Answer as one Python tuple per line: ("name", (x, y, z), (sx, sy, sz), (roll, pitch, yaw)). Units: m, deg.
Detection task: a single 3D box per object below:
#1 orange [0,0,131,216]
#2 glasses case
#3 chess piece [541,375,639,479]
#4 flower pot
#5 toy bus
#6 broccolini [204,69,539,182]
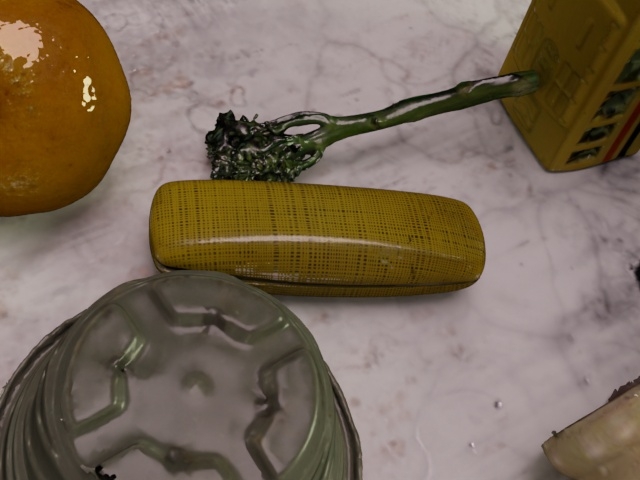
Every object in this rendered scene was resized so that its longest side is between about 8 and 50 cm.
("orange", (-0.203, -0.094, 0.659), (0.159, 0.159, 0.136), (13, 16, -5))
("glasses case", (0.000, 0.000, 0.689), (0.234, 0.064, 0.079), (3, 55, -12))
("chess piece", (0.263, 0.193, 0.600), (0.143, 0.142, 0.261), (-25, 72, -26))
("flower pot", (-0.078, 0.107, 0.561), (0.235, 0.140, 0.235), (5, 59, -8))
("toy bus", (0.231, -0.187, 0.702), (0.123, 0.335, 0.121), (-17, 64, -17))
("broccolini", (0.039, -0.091, 0.731), (0.254, 0.057, 0.071), (-18, 97, -3))
